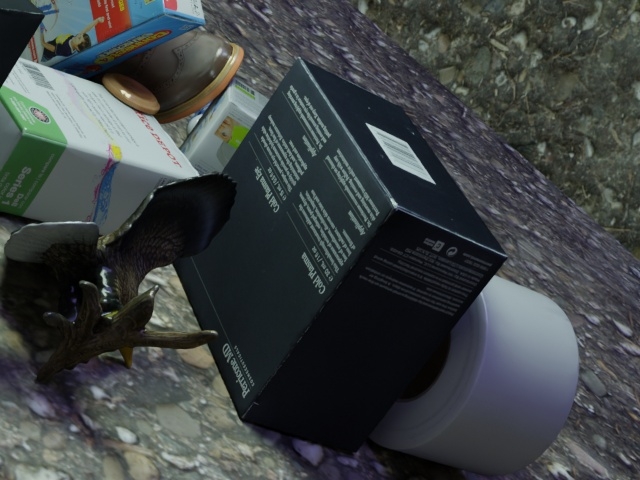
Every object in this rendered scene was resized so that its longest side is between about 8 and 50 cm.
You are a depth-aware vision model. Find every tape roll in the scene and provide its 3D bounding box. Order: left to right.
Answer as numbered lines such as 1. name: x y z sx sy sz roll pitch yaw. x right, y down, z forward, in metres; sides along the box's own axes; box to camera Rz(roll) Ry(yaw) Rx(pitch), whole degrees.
1. tape roll: 0.171 0.155 1.891 0.169 0.246 0.246 20 25 -36

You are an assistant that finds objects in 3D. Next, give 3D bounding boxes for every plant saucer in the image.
1. plant saucer: -0.244 -0.193 1.993 0.083 0.013 0.083 32 16 -10

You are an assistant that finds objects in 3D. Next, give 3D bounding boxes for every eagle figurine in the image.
1. eagle figurine: -0.220 0.028 1.630 0.226 0.225 0.298 21 33 -11

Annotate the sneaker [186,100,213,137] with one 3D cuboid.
1. sneaker: -0.167 -0.168 2.334 0.081 0.080 0.211 33 9 11

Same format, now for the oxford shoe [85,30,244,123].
1. oxford shoe: -0.250 -0.247 2.080 0.363 0.130 0.133 5 -30 46

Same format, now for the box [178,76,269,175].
1. box: -0.128 -0.094 2.018 0.114 0.203 0.103 32 20 -16

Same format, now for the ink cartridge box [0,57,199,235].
1. ink cartridge box: -0.314 -0.114 1.879 0.278 0.117 0.201 16 27 -46

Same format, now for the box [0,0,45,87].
1. box: -0.440 -0.193 1.636 0.184 0.261 0.103 42 20 18

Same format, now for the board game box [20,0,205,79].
1. board game box: -0.322 -0.377 2.025 0.086 0.302 0.308 6 69 -58

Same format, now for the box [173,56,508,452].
1. box: 0.007 0.014 1.837 0.179 0.312 0.343 23 24 -34
